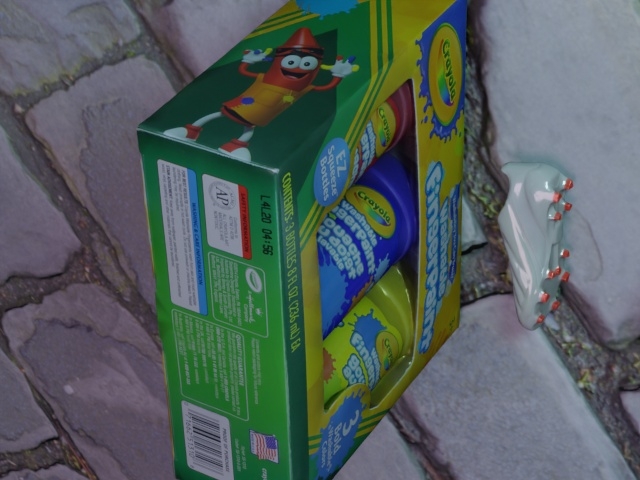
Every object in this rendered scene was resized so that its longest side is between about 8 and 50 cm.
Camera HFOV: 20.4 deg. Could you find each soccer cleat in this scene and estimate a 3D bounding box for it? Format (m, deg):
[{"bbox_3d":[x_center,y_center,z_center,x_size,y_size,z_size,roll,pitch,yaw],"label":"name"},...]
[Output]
[{"bbox_3d":[0.222,0.003,1.886,0.076,0.068,0.196,19,125,28],"label":"soccer cleat"}]

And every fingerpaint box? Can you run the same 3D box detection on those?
[{"bbox_3d":[0.000,0.000,1.812,0.163,0.371,0.445,18,130,25],"label":"fingerpaint box"}]
